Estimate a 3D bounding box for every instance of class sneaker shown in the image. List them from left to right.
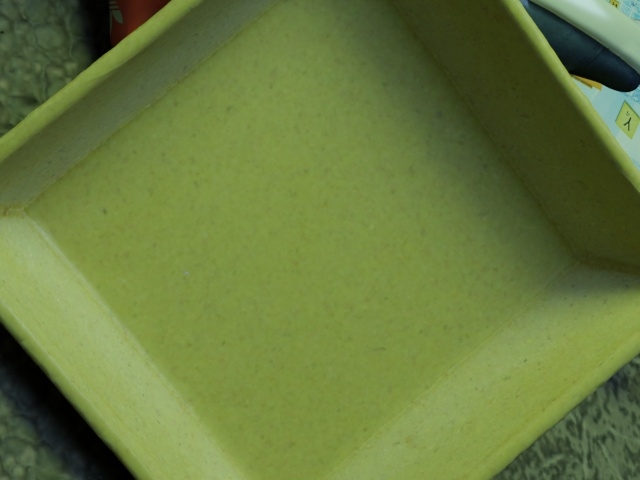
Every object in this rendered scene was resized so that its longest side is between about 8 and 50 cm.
[{"bbox_3d":[0.033,-0.123,1.142,0.350,0.131,0.148,17,92,-9],"label":"sneaker"}]

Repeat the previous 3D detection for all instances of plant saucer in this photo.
[{"bbox_3d":[0.000,0.000,1.047,0.333,0.081,0.333,-40,107,-6],"label":"plant saucer"}]

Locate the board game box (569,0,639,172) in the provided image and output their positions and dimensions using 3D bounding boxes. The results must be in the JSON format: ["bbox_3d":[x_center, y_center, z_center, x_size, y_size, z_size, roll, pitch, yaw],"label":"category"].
[{"bbox_3d":[0.154,-0.131,1.336,0.318,0.066,0.318,28,66,-36],"label":"board game box"}]
